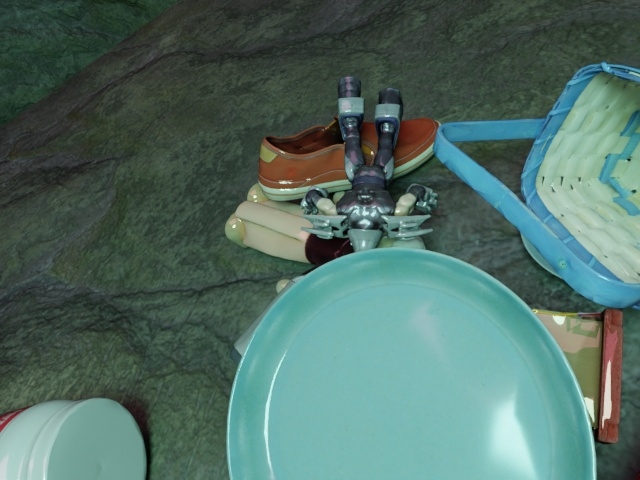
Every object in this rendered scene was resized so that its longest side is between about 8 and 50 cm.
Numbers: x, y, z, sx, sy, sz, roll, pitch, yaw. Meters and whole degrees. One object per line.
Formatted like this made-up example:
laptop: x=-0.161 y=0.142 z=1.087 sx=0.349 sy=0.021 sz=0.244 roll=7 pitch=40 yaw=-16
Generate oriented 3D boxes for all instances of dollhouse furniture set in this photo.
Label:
dollhouse furniture set: x=0.157 y=0.241 z=0.444 sx=0.201 sy=0.152 sz=0.375 roll=5 pitch=75 yaw=29

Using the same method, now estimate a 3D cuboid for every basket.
basket: x=0.288 y=-0.059 z=0.461 sx=0.288 sy=0.201 sz=0.255 roll=-13 pitch=46 yaw=-18

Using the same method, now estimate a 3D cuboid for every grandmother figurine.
grandmother figurine: x=0.000 y=0.000 z=0.716 sx=0.342 sy=0.104 sz=0.208 roll=14 pitch=71 yaw=37

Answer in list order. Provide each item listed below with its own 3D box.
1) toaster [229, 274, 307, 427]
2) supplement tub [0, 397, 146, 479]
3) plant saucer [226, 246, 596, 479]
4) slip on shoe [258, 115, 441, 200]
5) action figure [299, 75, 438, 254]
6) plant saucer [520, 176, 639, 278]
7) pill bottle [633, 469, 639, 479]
toaster: x=0.004 y=0.143 z=0.560 sx=0.147 sy=0.129 sz=0.227 roll=-54 pitch=41 yaw=-6
supplement tub: x=-0.392 y=0.318 z=0.598 sx=0.272 sy=0.191 sz=0.191 roll=-18 pitch=49 yaw=13
plant saucer: x=0.058 y=0.163 z=0.407 sx=0.317 sy=0.043 sz=0.318 roll=-10 pitch=68 yaw=25
slip on shoe: x=0.055 y=-0.155 z=0.763 sx=0.330 sy=0.102 sz=0.123 roll=-15 pitch=37 yaw=-10
action figure: x=0.068 y=-0.088 z=0.634 sx=0.185 sy=0.099 sz=0.285 roll=6 pitch=63 yaw=1
plant saucer: x=0.358 y=-0.014 z=0.586 sx=0.194 sy=0.037 sz=0.195 roll=-14 pitch=50 yaw=17
pill bottle: x=0.316 y=0.213 z=0.275 sx=0.407 sy=0.229 sz=0.229 roll=-38 pitch=46 yaw=-25
